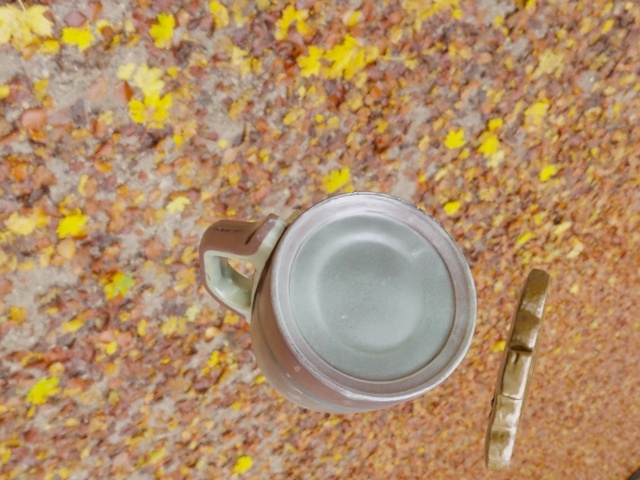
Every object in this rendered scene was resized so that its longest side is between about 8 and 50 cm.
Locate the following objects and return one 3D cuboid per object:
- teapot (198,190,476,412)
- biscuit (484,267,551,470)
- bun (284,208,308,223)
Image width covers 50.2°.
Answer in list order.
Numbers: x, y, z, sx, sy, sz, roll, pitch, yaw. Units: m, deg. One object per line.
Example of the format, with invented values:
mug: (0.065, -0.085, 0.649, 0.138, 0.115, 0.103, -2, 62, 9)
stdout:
teapot: (-0.015, 0.083, 0.848, 0.233, 0.315, 0.312, -57, -178, -27)
biscuit: (0.285, 0.186, 0.991, 0.301, 0.043, 0.278, 26, 77, -69)
bun: (0.000, 0.000, 1.213, 0.237, 0.210, 0.116, -52, 144, -77)
